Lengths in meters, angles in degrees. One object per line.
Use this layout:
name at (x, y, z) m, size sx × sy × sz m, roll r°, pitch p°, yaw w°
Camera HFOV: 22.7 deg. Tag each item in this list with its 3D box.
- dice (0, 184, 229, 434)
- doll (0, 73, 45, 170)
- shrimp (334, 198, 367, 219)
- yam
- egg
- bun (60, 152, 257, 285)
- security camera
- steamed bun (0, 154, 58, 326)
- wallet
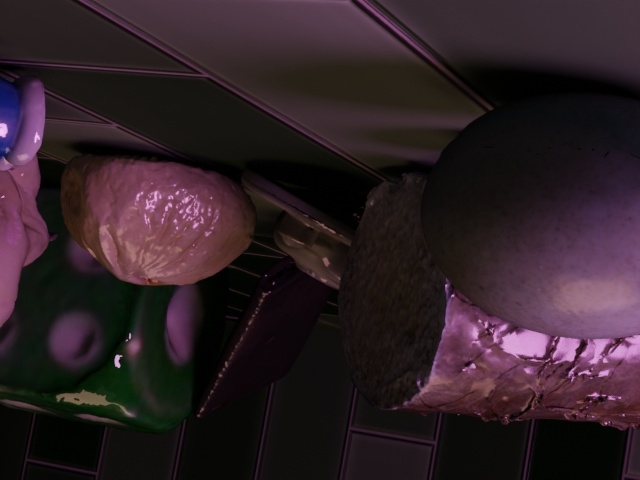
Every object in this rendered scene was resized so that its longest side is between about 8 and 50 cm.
dice at (-0.311, 0.092, 2.146) m, size 0.300 × 0.297 × 0.287 m, roll 8°, pitch 171°, yaw 19°
doll at (-0.361, -0.107, 1.319) m, size 0.256 × 0.161 × 0.215 m, roll -5°, pitch 168°, yaw -31°
shrimp at (0.144, 0.003, 1.731) m, size 0.262 × 0.066 × 0.117 m, roll 12°, pitch 174°, yaw 11°
yam at (0.208, 0.065, 1.491) m, size 0.348 × 0.241 × 0.241 m, roll 8°, pitch 173°, yaw -10°
egg at (0.175, -0.017, 1.089) m, size 0.236 × 0.169 × 0.169 m, roll 5°, pitch 172°, yaw 35°
bun at (-0.179, -0.016, 1.732) m, size 0.220 × 0.134 × 0.220 m, roll 11°, pitch 172°, yaw 2°
security camera at (0.000, 0.000, 1.715) m, size 0.157 × 0.080 × 0.301 m, roll 32°, pitch -179°, yaw 21°
steamed bun at (-0.413, -0.029, 1.513) m, size 0.320 × 0.275 × 0.206 m, roll 20°, pitch 154°, yaw 50°
wallet at (-0.065, 0.113, 2.086) m, size 0.170 × 0.044 × 0.321 m, roll -28°, pitch 159°, yaw -37°
